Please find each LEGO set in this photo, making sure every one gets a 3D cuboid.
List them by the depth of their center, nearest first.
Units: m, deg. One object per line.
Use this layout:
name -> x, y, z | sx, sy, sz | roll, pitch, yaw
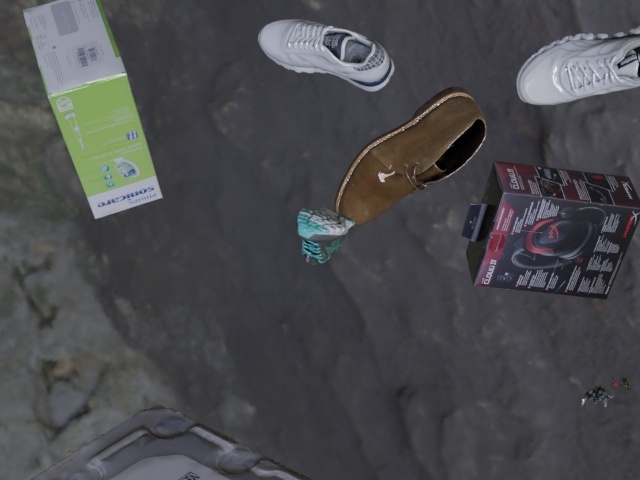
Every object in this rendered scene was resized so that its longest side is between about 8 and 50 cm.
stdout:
LEGO set -> 0.449, 0.238, 1.716 | 0.023, 0.083, 0.054 | 58, 173, -22

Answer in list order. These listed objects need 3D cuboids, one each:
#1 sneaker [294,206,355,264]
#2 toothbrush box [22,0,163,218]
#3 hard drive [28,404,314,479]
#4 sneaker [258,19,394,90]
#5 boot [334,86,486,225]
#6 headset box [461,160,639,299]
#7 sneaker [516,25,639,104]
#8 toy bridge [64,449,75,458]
sneaker -> 0.000, 0.000, 1.461 | 0.065, 0.076, 0.166 | 26, -171, 15
toothbrush box -> -0.350, -0.208, 1.680 | 0.283, 0.122, 0.206 | 85, 164, -52
hard drive -> -0.099, 0.255, 0.839 | 0.339, 0.237, 0.064 | 18, 123, 39
sneaker -> 0.002, -0.310, 1.708 | 0.235, 0.090, 0.095 | 17, 174, 21
boot -> 0.146, -0.121, 1.793 | 0.112, 0.305, 0.115 | 38, -163, -33
headset box -> 0.409, -0.018, 1.986 | 0.110, 0.293, 0.218 | -94, 12, -53
sneaker -> 0.463, -0.286, 1.768 | 0.118, 0.292, 0.110 | -64, -43, -66
toy bridge -> -0.303, 0.358, 1.660 | 0.188, 0.026, 0.063 | 3, 149, 27
